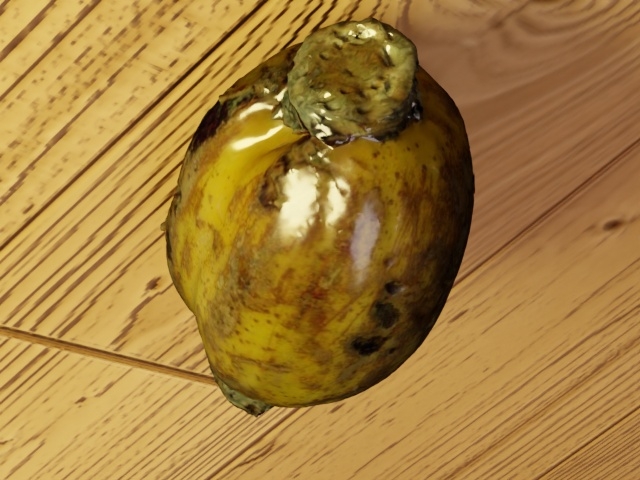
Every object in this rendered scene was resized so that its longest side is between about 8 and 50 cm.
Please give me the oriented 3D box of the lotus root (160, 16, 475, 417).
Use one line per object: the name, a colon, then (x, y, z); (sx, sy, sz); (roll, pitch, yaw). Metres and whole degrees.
lotus root: (0.000, 0.000, 0.732); (0.120, 0.120, 0.209); (-7, 143, -24)
